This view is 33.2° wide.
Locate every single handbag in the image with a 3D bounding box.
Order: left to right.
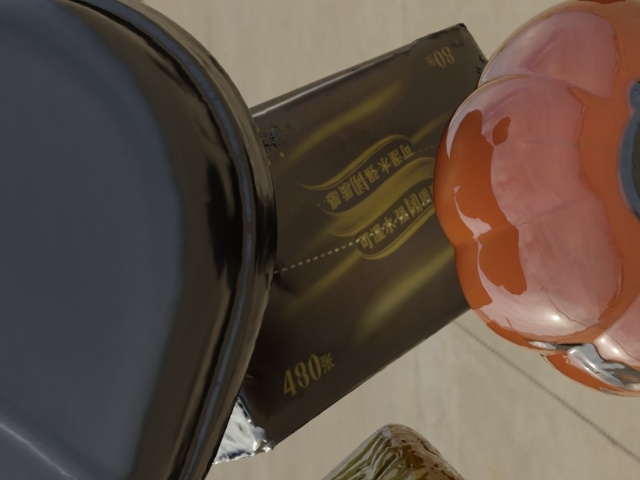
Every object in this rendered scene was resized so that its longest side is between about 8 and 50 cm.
[{"bbox_3d":[-0.155,0.025,0.520,0.307,0.254,0.093,-71,-15,10],"label":"handbag"}]

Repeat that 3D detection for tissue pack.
[{"bbox_3d":[0.000,0.000,0.807,0.210,0.370,0.198,58,142,3],"label":"tissue pack"}]

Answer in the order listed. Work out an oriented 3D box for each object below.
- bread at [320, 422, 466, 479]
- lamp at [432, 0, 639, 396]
[{"bbox_3d":[0.103,0.280,0.904,0.253,0.142,0.227,44,175,9],"label":"bread"},{"bbox_3d":[0.144,-0.022,0.497,0.164,0.188,0.187,142,122,-79],"label":"lamp"}]
